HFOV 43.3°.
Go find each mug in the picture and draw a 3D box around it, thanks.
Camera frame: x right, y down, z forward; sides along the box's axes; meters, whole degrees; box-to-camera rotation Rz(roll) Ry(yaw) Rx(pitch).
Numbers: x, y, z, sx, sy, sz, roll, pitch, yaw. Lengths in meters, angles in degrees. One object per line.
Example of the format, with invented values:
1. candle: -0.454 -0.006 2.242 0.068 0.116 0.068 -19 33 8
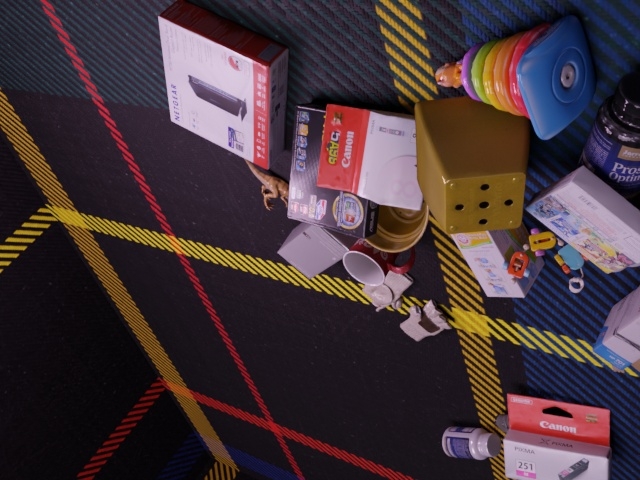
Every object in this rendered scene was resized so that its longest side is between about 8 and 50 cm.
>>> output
1. mug: 0.159 0.021 1.932 0.150 0.169 0.113 32 147 8

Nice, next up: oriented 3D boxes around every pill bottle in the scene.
1. pill bottle: 0.524 -0.175 1.380 0.122 0.123 0.219 26 146 18
2. pill bottle: 0.462 0.618 2.453 0.169 0.094 0.094 -11 124 50

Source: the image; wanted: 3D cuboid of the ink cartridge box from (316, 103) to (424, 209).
1. ink cartridge box: 0.114 -0.176 1.691 0.232 0.066 0.189 8 108 2

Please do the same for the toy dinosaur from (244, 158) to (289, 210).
1. toy dinosaur: -0.127 -0.148 2.116 0.211 0.064 0.112 30 130 -5

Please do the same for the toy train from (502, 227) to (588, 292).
1. toy train: 0.467 0.044 1.659 0.166 0.125 0.046 16 -178 22

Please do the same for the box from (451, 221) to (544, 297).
1. box: 0.385 0.014 1.754 0.103 0.114 0.203 -2 131 48

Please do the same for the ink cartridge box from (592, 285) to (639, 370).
1. ink cartridge box: 0.659 0.163 1.653 0.082 0.140 0.191 36 148 5

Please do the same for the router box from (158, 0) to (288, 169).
1. router box: -0.225 -0.362 1.906 0.301 0.082 0.335 27 146 16

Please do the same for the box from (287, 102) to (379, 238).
1. box: 0.035 -0.160 1.812 0.216 0.060 0.270 17 112 31

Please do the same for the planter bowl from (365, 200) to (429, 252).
1. planter bowl: 0.176 -0.088 1.823 0.217 0.090 0.217 12 109 38

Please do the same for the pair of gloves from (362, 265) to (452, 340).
1. pair of gloves: 0.226 0.179 2.184 0.240 0.042 0.204 43 147 -7

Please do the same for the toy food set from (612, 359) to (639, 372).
1. toy food set: 0.739 0.257 1.798 0.192 0.038 0.132 7 129 47

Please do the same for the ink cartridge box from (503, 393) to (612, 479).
1. ink cartridge box: 0.623 0.539 2.127 0.275 0.060 0.239 4 116 29

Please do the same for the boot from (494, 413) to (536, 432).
1. boot: 0.617 0.564 2.266 0.246 0.083 0.161 45 152 3

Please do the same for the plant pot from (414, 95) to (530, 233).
1. plant pot: 0.293 -0.131 1.518 0.212 0.187 0.212 -5 137 5

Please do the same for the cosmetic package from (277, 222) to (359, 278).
1. cosmetic package: 0.000 0.000 2.123 0.127 0.107 0.238 39 145 -8

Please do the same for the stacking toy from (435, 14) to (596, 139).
1. stacking toy: 0.317 -0.297 1.432 0.301 0.175 0.166 18 144 51

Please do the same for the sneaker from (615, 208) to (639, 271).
1. sneaker: 0.582 -0.035 1.514 0.153 0.101 0.268 40 150 -9

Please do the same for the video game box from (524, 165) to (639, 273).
1. video game box: 0.493 -0.032 1.444 0.205 0.048 0.187 38 162 -2
